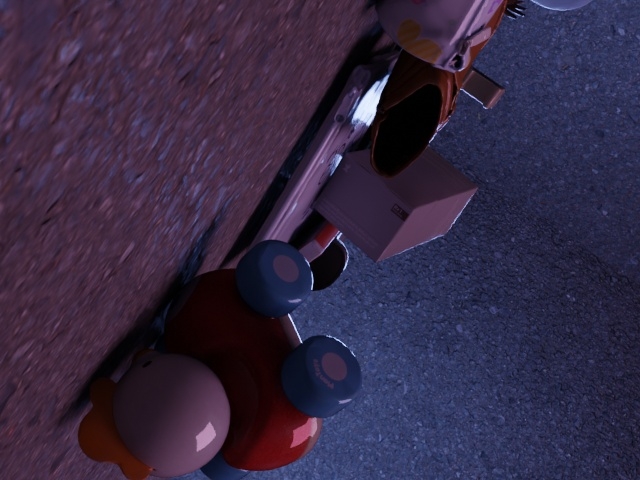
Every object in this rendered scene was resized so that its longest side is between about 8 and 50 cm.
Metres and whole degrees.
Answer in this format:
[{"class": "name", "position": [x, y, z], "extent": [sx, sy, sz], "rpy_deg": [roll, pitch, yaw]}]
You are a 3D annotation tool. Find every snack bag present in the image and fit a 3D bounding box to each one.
[{"class": "snack bag", "position": [0.001, -0.102, 1.254], "extent": [0.323, 0.037, 0.342], "rpy_deg": [-58, 177, 20]}]

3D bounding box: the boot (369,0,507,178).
[{"class": "boot", "position": [0.130, -0.217, 1.109], "extent": [0.283, 0.109, 0.220], "rpy_deg": [-61, 180, 28]}]

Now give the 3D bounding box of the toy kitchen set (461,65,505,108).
[{"class": "toy kitchen set", "position": [0.286, -0.358, 1.669], "extent": [0.207, 0.166, 0.122], "rpy_deg": [-57, 176, 20]}]

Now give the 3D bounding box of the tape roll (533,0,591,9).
[{"class": "tape roll", "position": [0.514, -0.603, 2.059], "extent": [0.072, 0.219, 0.219], "rpy_deg": [-54, 176, -41]}]

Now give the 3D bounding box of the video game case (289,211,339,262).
[{"class": "video game case", "position": [-0.019, -0.005, 1.479], "extent": [0.204, 0.025, 0.285], "rpy_deg": [-36, -171, 35]}]

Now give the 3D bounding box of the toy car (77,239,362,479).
[{"class": "toy car", "position": [-0.129, 0.137, 0.926], "extent": [0.238, 0.210, 0.219], "rpy_deg": [-10, 157, -45]}]

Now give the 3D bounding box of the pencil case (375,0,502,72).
[{"class": "pencil case", "position": [0.159, -0.296, 0.926], "extent": [0.273, 0.113, 0.124], "rpy_deg": [-58, -152, 30]}]

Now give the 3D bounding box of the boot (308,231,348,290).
[{"class": "boot", "position": [0.000, 0.000, 1.738], "extent": [0.263, 0.091, 0.229], "rpy_deg": [-34, -165, 49]}]

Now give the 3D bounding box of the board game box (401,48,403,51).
[{"class": "board game box", "position": [0.152, -0.279, 1.397], "extent": [0.181, 0.043, 0.092], "rpy_deg": [120, -11, -52]}]

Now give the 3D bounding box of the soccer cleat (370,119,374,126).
[{"class": "soccer cleat", "position": [0.085, -0.167, 1.604], "extent": [0.076, 0.068, 0.196], "rpy_deg": [-50, 171, 9]}]

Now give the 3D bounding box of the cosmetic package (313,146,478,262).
[{"class": "cosmetic package", "position": [0.111, -0.062, 1.363], "extent": [0.238, 0.127, 0.107], "rpy_deg": [-19, 146, -55]}]

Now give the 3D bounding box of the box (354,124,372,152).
[{"class": "box", "position": [0.073, -0.139, 1.477], "extent": [0.052, 0.083, 0.062], "rpy_deg": [-57, 175, 23]}]

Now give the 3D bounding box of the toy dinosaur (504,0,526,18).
[{"class": "toy dinosaur", "position": [0.361, -0.503, 1.782], "extent": [0.200, 0.127, 0.295], "rpy_deg": [-49, 173, 15]}]
